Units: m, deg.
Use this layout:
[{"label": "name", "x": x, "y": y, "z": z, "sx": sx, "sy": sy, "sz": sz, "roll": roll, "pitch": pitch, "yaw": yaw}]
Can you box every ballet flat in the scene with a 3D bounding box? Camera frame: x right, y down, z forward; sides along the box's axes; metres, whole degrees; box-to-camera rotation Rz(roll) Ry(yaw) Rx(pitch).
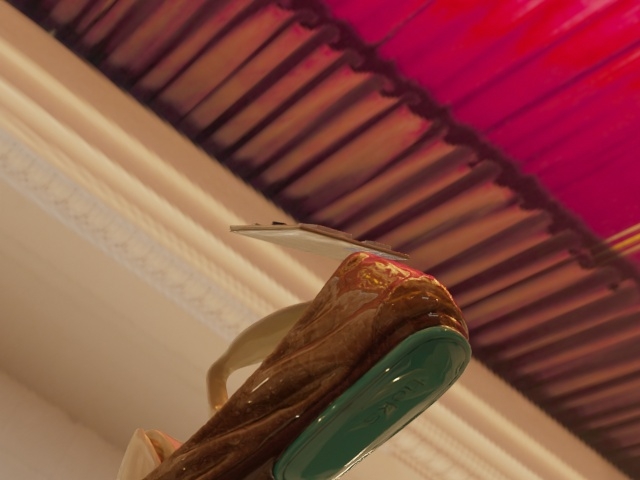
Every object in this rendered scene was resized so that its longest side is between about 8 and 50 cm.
[{"label": "ballet flat", "x": -0.055, "y": 0.136, "z": 0.782, "sx": 0.116, "sy": 0.342, "sz": 0.124, "roll": 35, "pitch": -170, "yaw": -46}]

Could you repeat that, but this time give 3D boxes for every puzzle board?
[{"label": "puzzle board", "x": 0.000, "y": 0.000, "z": 1.050, "sx": 0.128, "sy": 0.096, "sz": 0.011, "roll": 15, "pitch": -100, "yaw": -40}]
